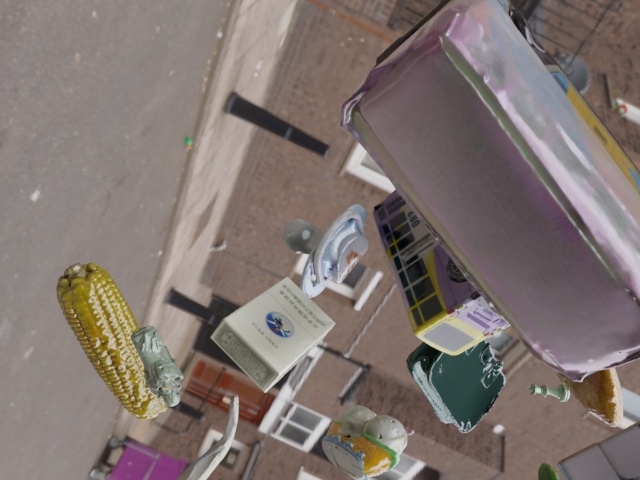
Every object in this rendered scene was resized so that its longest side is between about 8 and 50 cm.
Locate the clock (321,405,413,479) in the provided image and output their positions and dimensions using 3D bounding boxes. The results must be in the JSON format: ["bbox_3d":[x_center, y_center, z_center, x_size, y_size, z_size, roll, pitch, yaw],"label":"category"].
[{"bbox_3d":[0.092,0.411,1.323,0.144,0.103,0.231,-26,-163,-30],"label":"clock"}]

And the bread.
[{"bbox_3d":[0.529,0.294,1.226,0.054,0.136,0.154,-25,165,-18],"label":"bread"}]

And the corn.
[{"bbox_3d":[-0.407,0.204,1.270,0.120,0.363,0.120,-19,-158,8],"label":"corn"}]

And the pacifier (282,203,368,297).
[{"bbox_3d":[0.000,0.000,1.619,0.279,0.207,0.227,-50,151,-27],"label":"pacifier"}]

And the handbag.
[{"bbox_3d":[0.398,0.375,1.811,0.238,0.326,0.089,-45,-146,-15],"label":"handbag"}]

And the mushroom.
[{"bbox_3d":[-0.128,0.284,0.551,0.043,0.068,0.306,79,20,-75],"label":"mushroom"}]

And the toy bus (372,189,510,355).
[{"bbox_3d":[0.301,0.044,1.625,0.249,0.209,0.440,-37,-134,24],"label":"toy bus"}]

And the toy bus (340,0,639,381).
[{"bbox_3d":[0.190,-0.038,0.607,0.171,0.386,0.162,-34,-171,45],"label":"toy bus"}]

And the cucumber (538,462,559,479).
[{"bbox_3d":[0.335,0.399,0.918,0.037,0.037,0.155,120,-16,-53],"label":"cucumber"}]

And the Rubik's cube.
[{"bbox_3d":[0.879,0.685,1.723,0.346,0.347,0.344,-31,155,7],"label":"Rubik's cube"}]

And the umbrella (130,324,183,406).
[{"bbox_3d":[-0.273,0.212,1.082,0.062,0.144,0.067,-25,167,-2],"label":"umbrella"}]

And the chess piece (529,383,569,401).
[{"bbox_3d":[0.542,0.360,1.526,0.042,0.093,0.042,-173,-90,-84],"label":"chess piece"}]

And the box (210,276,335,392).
[{"bbox_3d":[-0.096,0.197,1.398,0.069,0.164,0.256,-53,169,32],"label":"box"}]
